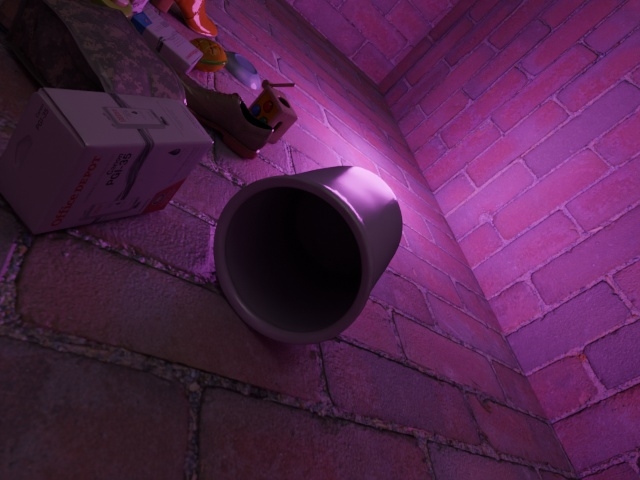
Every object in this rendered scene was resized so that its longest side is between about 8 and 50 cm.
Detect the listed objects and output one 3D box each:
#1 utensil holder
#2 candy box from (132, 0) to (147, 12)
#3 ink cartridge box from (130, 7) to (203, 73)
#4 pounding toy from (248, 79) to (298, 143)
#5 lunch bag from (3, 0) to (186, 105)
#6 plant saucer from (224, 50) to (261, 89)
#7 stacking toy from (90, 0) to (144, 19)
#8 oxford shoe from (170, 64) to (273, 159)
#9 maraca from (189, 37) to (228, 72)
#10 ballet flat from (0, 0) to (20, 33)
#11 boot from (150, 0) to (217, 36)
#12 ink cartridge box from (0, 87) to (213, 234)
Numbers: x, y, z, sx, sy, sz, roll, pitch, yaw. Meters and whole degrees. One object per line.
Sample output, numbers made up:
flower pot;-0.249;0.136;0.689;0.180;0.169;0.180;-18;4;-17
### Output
utensil holder;0.000;0.000;1.020;0.328;0.327;0.385;50;24;2
candy box;-0.645;-0.785;1.338;0.233;0.071;0.159;45;28;-10
ink cartridge box;-0.457;-0.569;1.327;0.190;0.082;0.140;40;28;-21
pounding toy;-0.166;-0.468;1.522;0.094;0.181;0.206;7;48;-52
lunch bag;-0.456;-0.360;0.965;0.287;0.169;0.235;47;26;7
plant saucer;-0.295;-0.665;1.746;0.194;0.037;0.195;37;29;-24
stacking toy;-0.558;-0.741;1.175;0.279;0.130;0.309;45;30;-31
oxford shoe;-0.287;-0.389;1.293;0.348;0.130;0.123;37;29;-23
maraca;-0.391;-0.601;1.462;0.185;0.099;0.127;13;33;-10
ballet flat;-0.631;-0.559;1.027;0.107;0.106;0.316;25;35;-39
boot;-0.430;-0.864;1.610;0.295;0.211;0.104;5;51;-54
ink cartridge box;-0.355;-0.136;0.777;0.117;0.207;0.283;50;27;7
